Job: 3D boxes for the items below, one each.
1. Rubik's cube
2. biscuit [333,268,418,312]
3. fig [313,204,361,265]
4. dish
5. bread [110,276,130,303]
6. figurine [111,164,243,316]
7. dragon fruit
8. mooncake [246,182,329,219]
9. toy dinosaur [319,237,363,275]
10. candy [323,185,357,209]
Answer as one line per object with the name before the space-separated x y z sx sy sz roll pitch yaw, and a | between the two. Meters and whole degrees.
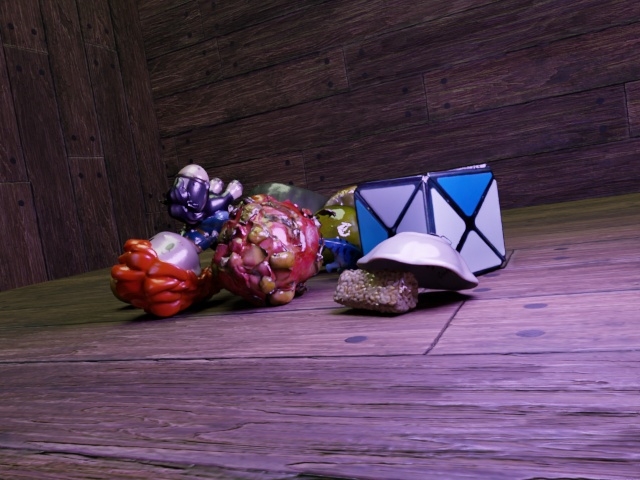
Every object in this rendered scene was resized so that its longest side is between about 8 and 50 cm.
Rubik's cube | 0.254 -0.035 1.255 0.250 0.246 0.248 -12 4 -35
biscuit | 0.102 0.095 0.987 0.070 0.082 0.168 24 -19 -39
fig | 0.000 0.000 1.655 0.275 0.206 0.206 -10 4 4
dish | 0.188 0.032 1.010 0.230 0.081 0.229 11 -13 3
bread | -0.491 0.128 1.540 0.217 0.098 0.147 -13 -23 13
figurine | -0.336 0.003 1.368 0.241 0.411 0.306 21 -13 17
dragon fruit | -0.122 0.033 1.263 0.269 0.250 0.291 14 20 -1
mooncake | -0.121 -0.055 1.956 0.357 0.194 0.356 6 -23 2
toy dinosaur | 0.068 0.046 1.486 0.329 0.076 0.144 21 -33 -18
candy | 0.123 -0.056 1.789 0.260 0.259 0.118 -9 6 4
